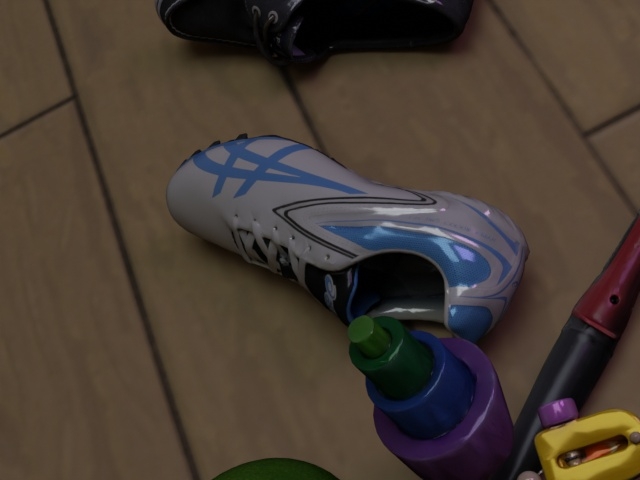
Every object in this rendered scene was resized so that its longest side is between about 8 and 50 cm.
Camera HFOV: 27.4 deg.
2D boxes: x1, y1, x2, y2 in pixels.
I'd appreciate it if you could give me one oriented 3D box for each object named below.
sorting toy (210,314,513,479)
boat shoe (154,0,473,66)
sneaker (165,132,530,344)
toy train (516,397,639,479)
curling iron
[{"bbox_3d":[-0.077,0.155,0.614,0.365,0.126,0.127,-40,43,5],"label":"sorting toy"},{"bbox_3d":[-0.008,-0.151,0.875,0.228,0.080,0.076,0,55,14],"label":"boat shoe"},{"bbox_3d":[0.000,0.000,0.751,0.237,0.085,0.086,14,52,31],"label":"sneaker"},{"bbox_3d":[0.144,0.142,0.619,0.166,0.046,0.125,6,80,18],"label":"toy train"},{"bbox_3d":[0.157,0.045,0.685,0.068,0.035,0.274,29,71,36],"label":"curling iron"}]
